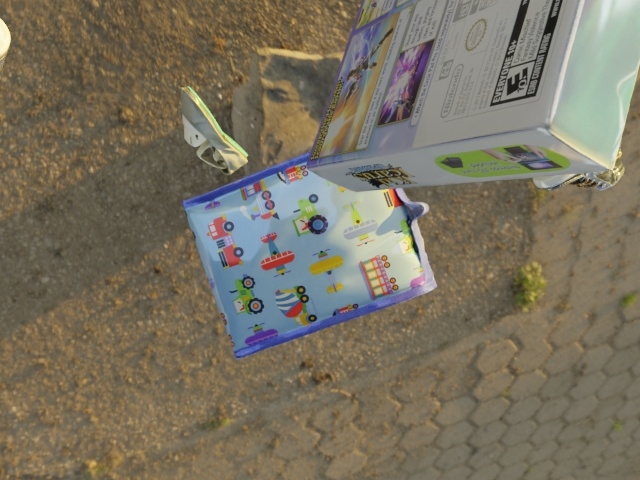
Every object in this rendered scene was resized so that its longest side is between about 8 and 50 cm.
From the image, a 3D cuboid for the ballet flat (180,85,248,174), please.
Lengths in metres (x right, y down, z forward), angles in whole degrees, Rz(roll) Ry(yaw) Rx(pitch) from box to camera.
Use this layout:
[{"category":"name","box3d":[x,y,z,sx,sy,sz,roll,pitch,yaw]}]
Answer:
[{"category":"ballet flat","box3d":[-0.191,-0.174,0.971,0.068,0.072,0.213,-41,152,-1]}]

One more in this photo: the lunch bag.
[{"category":"lunch bag","box3d":[0.000,0.000,0.759,0.293,0.138,0.221,-20,89,18]}]

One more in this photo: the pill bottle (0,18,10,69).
[{"category":"pill bottle","box3d":[-0.469,-0.260,0.781,0.067,0.120,0.067,7,78,-35]}]

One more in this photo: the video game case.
[{"category":"video game case","box3d":[0.109,-0.171,0.401,0.061,0.244,0.269,23,81,-29]}]

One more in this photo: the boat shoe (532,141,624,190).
[{"category":"boat shoe","box3d":[0.413,-0.105,0.894,0.183,0.065,0.083,-32,111,-20]}]
